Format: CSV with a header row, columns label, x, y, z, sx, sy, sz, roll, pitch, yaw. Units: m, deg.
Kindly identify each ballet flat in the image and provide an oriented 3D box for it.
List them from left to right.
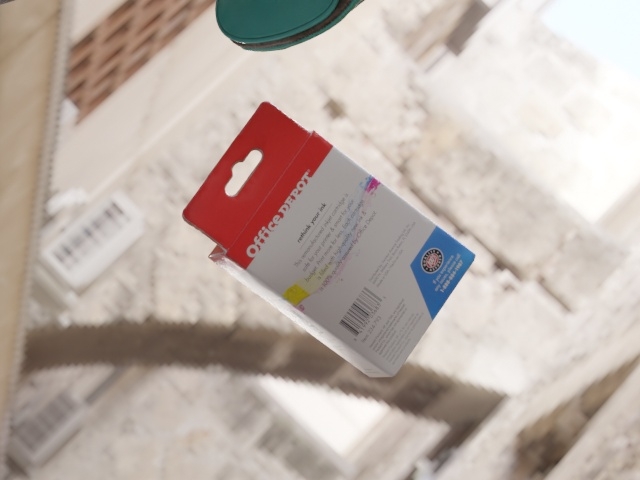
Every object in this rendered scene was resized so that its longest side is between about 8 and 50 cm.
label,x,y,z,sx,sy,sz,roll,pitch,yaw
ballet flat,0.028,-0.203,1.250,0.247,0.087,0.083,-32,-104,43

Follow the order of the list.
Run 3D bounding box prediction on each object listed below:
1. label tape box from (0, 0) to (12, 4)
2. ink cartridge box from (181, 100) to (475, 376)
label,x,y,z,sx,sy,sz,roll,pitch,yaw
label tape box,-0.487,-0.329,1.818,0.241,0.333,0.106,58,-35,14
ink cartridge box,0.000,0.000,1.538,0.231,0.134,0.078,37,-12,-9
